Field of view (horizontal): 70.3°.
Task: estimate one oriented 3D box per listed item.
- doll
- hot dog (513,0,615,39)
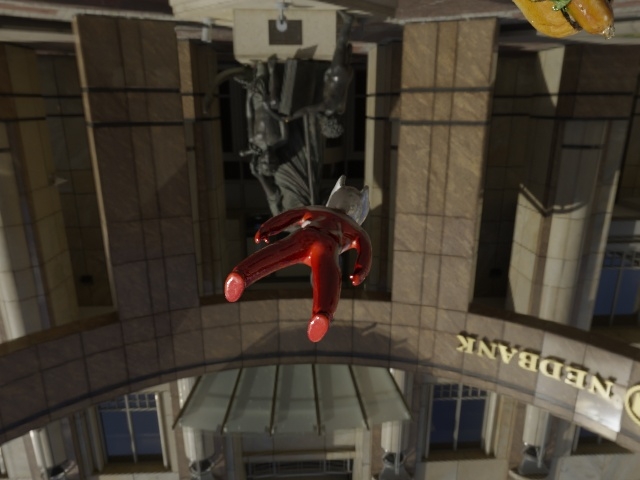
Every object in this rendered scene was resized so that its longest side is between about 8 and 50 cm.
[{"bbox_3d":[0.000,0.000,0.747,0.188,0.099,0.384,26,-144,8],"label":"doll"},{"bbox_3d":[0.209,-0.307,0.446,0.109,0.269,0.072,-38,-163,30],"label":"hot dog"}]
